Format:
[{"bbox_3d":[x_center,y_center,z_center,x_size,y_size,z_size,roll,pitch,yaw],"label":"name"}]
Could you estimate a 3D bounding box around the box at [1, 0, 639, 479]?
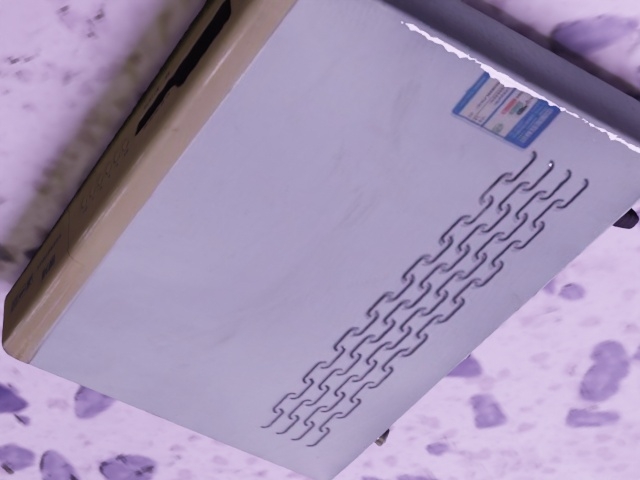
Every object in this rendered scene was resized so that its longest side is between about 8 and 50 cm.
[{"bbox_3d":[0.000,0.000,0.599,0.211,0.045,0.270,24,131,-20],"label":"box"}]
